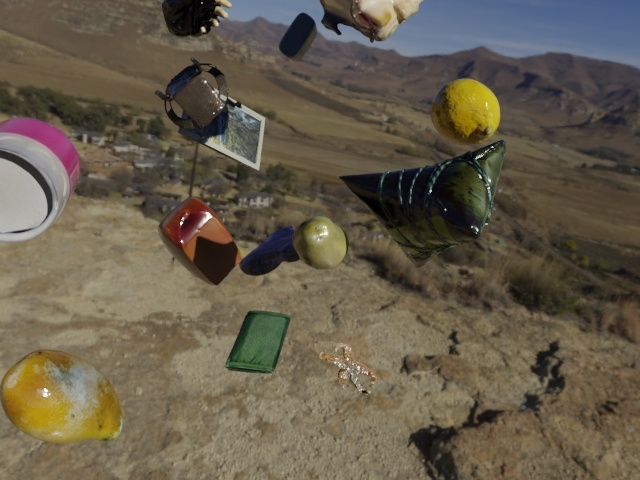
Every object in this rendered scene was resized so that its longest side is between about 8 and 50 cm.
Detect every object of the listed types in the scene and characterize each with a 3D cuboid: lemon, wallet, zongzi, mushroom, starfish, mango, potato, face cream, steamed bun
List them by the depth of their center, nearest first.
[{"bbox_3d":[-0.528,-0.109,0.835,0.175,0.175,0.195,5,25,-19],"label":"face cream"},{"bbox_3d":[0.177,-0.622,0.943,0.397,0.314,0.224,-33,56,-7],"label":"mushroom"},{"bbox_3d":[-0.568,0.364,1.090,0.146,0.316,0.193,-23,44,18],"label":"mango"},{"bbox_3d":[0.244,-0.114,1.246,0.362,0.383,0.319,36,53,-9],"label":"zongzi"},{"bbox_3d":[0.000,0.000,1.300,0.157,0.157,0.194,16,-16,9],"label":"potato"},{"bbox_3d":[0.430,-0.380,1.427,0.186,0.187,0.244,-5,43,-39],"label":"lemon"},{"bbox_3d":[-0.195,0.328,1.544,0.160,0.055,0.236,1,40,14],"label":"wallet"},{"bbox_3d":[0.085,0.418,1.561,0.209,0.053,0.150,28,44,-9],"label":"starfish"},{"bbox_3d":[-0.508,-0.006,1.975,0.248,0.379,0.235,28,68,35],"label":"steamed bun"}]

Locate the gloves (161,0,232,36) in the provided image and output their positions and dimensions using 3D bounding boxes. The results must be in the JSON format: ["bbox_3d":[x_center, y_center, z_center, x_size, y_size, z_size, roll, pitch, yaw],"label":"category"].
[{"bbox_3d":[-0.361,-0.679,1.417,0.203,0.164,0.124,-8,62,-2],"label":"gloves"}]

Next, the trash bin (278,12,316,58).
[{"bbox_3d":[-0.058,-0.545,1.293,0.059,0.116,0.130,37,14,-7],"label":"trash bin"}]

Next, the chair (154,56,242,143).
[{"bbox_3d":[-0.298,-0.343,1.140,0.149,0.174,0.213,45,3,-28],"label":"chair"}]

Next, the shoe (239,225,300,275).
[{"bbox_3d":[-0.170,0.029,1.643,0.244,0.095,0.138,-21,43,-12],"label":"shoe"}]

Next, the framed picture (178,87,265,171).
[{"bbox_3d":[-0.337,-0.408,1.692,0.324,0.241,0.020,25,-31,-38],"label":"framed picture"}]
